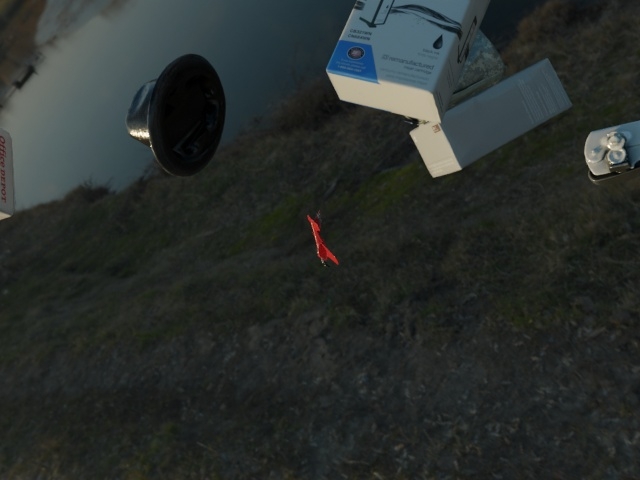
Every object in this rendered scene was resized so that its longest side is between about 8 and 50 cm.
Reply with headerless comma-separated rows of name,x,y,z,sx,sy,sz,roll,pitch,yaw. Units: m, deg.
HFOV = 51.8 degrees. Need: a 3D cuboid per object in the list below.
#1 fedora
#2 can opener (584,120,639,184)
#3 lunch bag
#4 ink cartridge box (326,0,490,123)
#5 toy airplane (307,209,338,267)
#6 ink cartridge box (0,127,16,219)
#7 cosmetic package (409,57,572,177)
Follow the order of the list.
fedora,-0.379,-0.319,1.673,0.153,0.334,0.333,8,60,22
can opener,0.527,-0.150,0.954,0.281,0.093,0.074,-13,69,35
lunch bag,0.319,-0.465,1.806,0.305,0.212,0.256,-28,53,-16
ink cartridge box,0.118,-0.272,0.854,0.148,0.086,0.203,18,79,23
toy airplane,0.000,0.000,1.556,0.028,0.151,0.151,-19,29,-15
ink cartridge box,-0.587,-0.126,1.011,0.093,0.219,0.160,-16,70,14
cosmetic package,0.289,-0.208,1.136,0.238,0.107,0.127,-32,5,-10
